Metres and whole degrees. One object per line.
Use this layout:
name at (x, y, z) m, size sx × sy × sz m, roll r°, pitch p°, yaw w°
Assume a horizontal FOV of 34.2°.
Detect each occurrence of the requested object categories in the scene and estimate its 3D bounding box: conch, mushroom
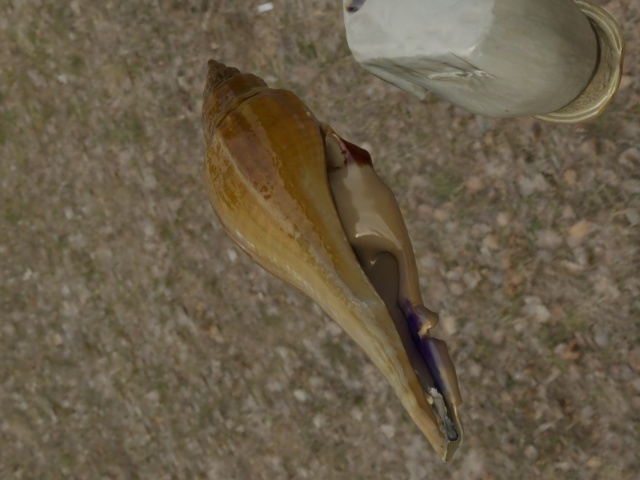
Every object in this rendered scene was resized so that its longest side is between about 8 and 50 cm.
conch at (-0.003, 0.003, 0.680) m, size 0.093 × 0.109 × 0.330 m, roll -41°, pitch 65°, yaw 32°
mushroom at (0.100, -0.117, 0.597) m, size 0.108 × 0.247 × 0.096 m, roll 27°, pitch 103°, yaw 39°
